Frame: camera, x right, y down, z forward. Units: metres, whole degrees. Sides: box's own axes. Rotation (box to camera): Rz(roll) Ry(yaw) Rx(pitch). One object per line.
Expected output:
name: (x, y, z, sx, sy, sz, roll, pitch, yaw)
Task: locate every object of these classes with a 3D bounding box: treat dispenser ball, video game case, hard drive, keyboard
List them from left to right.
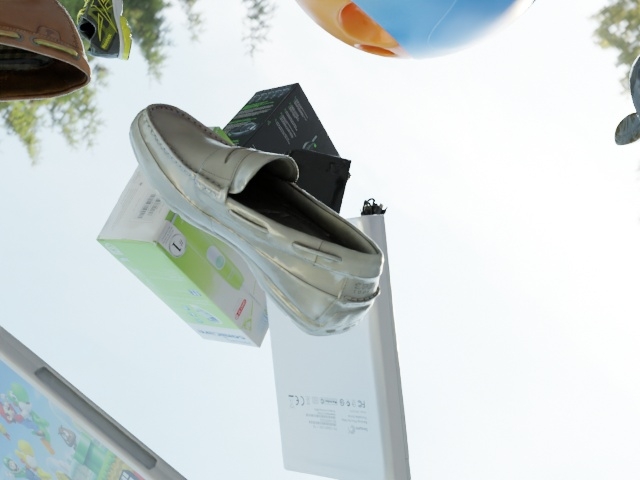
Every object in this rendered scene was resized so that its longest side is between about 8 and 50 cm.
video game case: (-0.231, 0.221, 0.791, 0.285, 0.204, 0.025, 36, -141, 10)
keyboard: (0.000, 0.000, 1.475, 0.202, 0.033, 0.317, 14, -105, 1)
hard drive: (0.012, 0.132, 1.029, 0.040, 0.203, 0.307, -4, -92, -41)
treat dispenser ball: (0.088, -0.313, 0.783, 0.288, 0.288, 0.288, 23, -131, -29)

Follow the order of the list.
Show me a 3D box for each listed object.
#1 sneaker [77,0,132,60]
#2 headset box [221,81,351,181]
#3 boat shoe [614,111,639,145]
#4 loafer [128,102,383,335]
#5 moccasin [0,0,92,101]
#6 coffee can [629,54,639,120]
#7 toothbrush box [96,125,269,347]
sneaker: (-0.169, -0.173, 0.643, 0.035, 0.031, 0.083, -10, -114, -32)
headset box: (-0.090, -0.145, 1.712, 0.246, 0.131, 0.283, 58, -131, -29)
boat shoe: (0.540, -0.188, 1.382, 0.049, 0.152, 0.056, 8, -103, -17)
loafer: (-0.063, -0.045, 0.821, 0.319, 0.111, 0.112, 40, -145, 20)
moccasin: (-0.437, -0.191, 0.944, 0.380, 0.139, 0.147, -13, -118, -49)
coffee can: (0.467, -0.203, 0.818, 0.202, 0.275, 0.201, 9, -121, -15)
toothbrush box: (-0.162, -0.002, 1.258, 0.283, 0.122, 0.206, 54, -130, -45)
